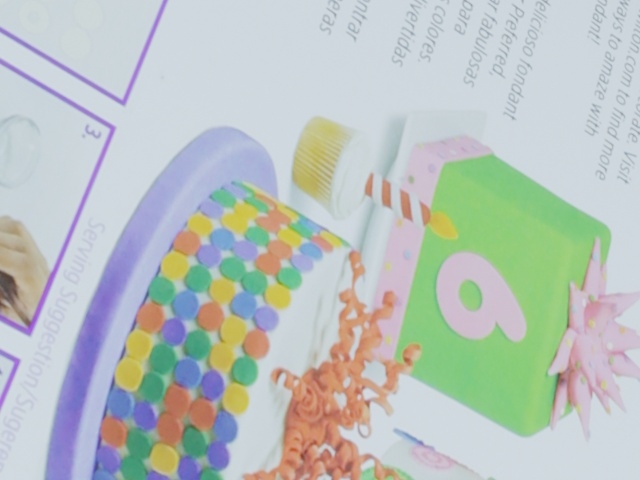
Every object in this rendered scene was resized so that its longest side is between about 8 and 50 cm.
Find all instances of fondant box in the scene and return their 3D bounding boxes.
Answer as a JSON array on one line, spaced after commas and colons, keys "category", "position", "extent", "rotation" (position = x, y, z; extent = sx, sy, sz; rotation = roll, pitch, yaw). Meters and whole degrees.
[{"category": "fondant box", "position": [-0.054, -0.008, 0.444], "extent": [0.330, 0.096, 0.238], "rotation": [30, 64, -24]}]
